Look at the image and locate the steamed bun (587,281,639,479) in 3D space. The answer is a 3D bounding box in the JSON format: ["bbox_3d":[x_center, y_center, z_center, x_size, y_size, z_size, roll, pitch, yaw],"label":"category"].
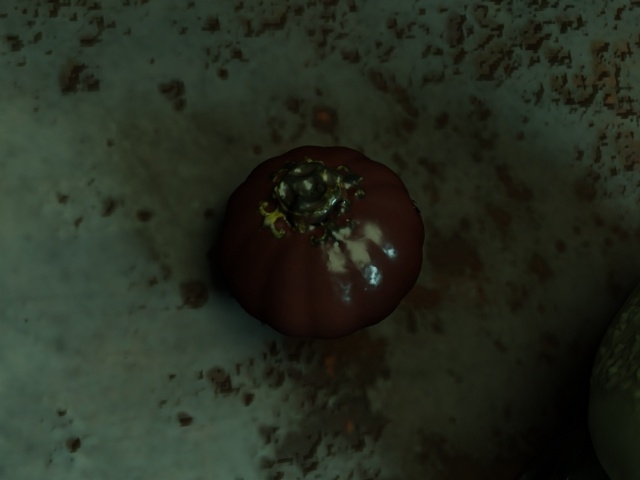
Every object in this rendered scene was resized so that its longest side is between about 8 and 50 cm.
[{"bbox_3d":[0.242,0.085,0.819,0.200,0.155,0.250,38,17,-7],"label":"steamed bun"}]

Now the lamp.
[{"bbox_3d":[0.000,0.000,0.818,0.101,0.090,0.101,-3,51,3],"label":"lamp"}]

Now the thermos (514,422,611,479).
[{"bbox_3d":[0.177,0.179,0.851,0.188,0.083,0.073,39,66,-4],"label":"thermos"}]
